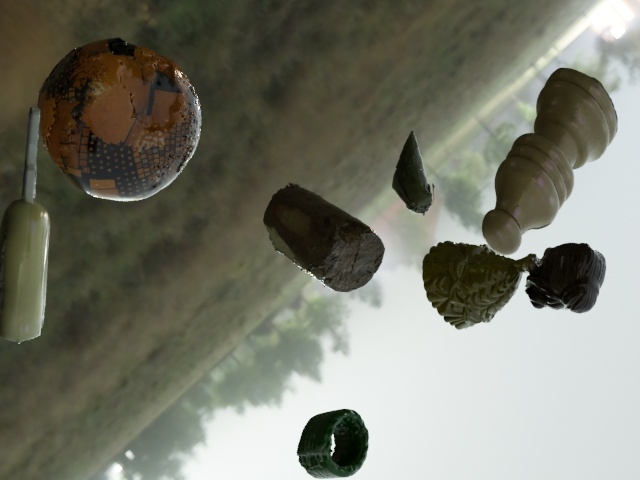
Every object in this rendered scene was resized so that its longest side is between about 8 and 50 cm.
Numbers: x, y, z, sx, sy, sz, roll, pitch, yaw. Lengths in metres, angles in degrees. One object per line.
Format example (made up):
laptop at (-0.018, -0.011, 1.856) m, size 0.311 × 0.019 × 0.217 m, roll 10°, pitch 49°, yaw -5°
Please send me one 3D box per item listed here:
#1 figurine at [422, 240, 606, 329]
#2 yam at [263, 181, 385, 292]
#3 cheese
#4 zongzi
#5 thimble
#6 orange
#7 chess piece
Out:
figurine at (0.365, 0.062, 1.959) m, size 0.315 × 0.187 × 0.168 m, roll -12°, pitch -149°, yaw 42°
yam at (0.001, -0.001, 1.867) m, size 0.238 × 0.129 × 0.128 m, roll 34°, pitch -85°, yaw 51°
cheese at (-0.323, -0.020, 1.197) m, size 0.127 × 0.054 × 0.252 m, roll -158°, pitch -106°, yaw -78°
zongzi at (0.168, -0.116, 1.916) m, size 0.055 × 0.109 × 0.119 m, roll -5°, pitch 126°, yaw -20°
thimble at (0.022, 0.369, 1.969) m, size 0.090 × 0.118 × 0.130 m, roll -17°, pitch -177°, yaw 44°
orange at (-0.287, -0.170, 1.553) m, size 0.234 × 0.234 × 0.182 m, roll -41°, pitch -154°, yaw -31°
chess piece at (0.322, -0.105, 1.606) m, size 0.307 × 0.124 × 0.139 m, roll -51°, pitch 154°, yaw -31°
